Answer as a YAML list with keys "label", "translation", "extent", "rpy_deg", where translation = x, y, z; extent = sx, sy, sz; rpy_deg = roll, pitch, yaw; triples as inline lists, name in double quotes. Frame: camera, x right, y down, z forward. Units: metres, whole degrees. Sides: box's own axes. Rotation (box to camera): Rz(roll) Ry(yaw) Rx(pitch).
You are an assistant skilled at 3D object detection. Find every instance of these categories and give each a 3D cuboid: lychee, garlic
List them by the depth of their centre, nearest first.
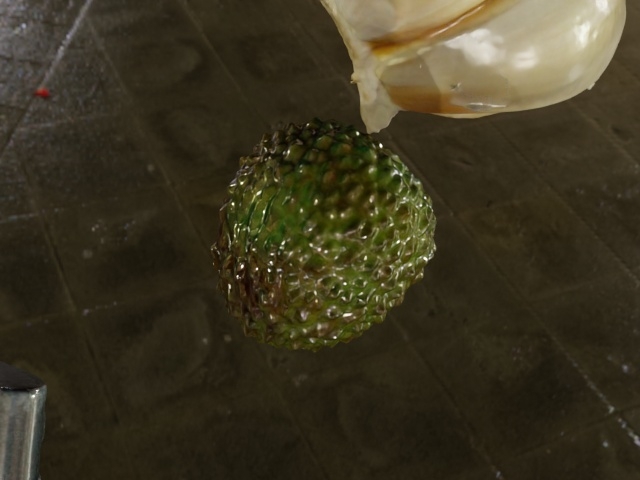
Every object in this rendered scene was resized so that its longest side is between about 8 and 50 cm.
- label: "lychee"
  translation: [0.000, 0.000, 0.604]
  extent: [0.171, 0.171, 0.171]
  rpy_deg: [6, 43, -5]
- label: "garlic"
  translation: [0.161, -0.255, 0.823]
  extent: [0.313, 0.249, 0.286]
  rpy_deg: [-27, 94, -9]

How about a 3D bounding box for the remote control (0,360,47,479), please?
- label: "remote control"
  translation: [-0.202, 0.257, 0.473]
  extent: [0.107, 0.377, 0.044]
  rpy_deg: [7, 1, 40]
